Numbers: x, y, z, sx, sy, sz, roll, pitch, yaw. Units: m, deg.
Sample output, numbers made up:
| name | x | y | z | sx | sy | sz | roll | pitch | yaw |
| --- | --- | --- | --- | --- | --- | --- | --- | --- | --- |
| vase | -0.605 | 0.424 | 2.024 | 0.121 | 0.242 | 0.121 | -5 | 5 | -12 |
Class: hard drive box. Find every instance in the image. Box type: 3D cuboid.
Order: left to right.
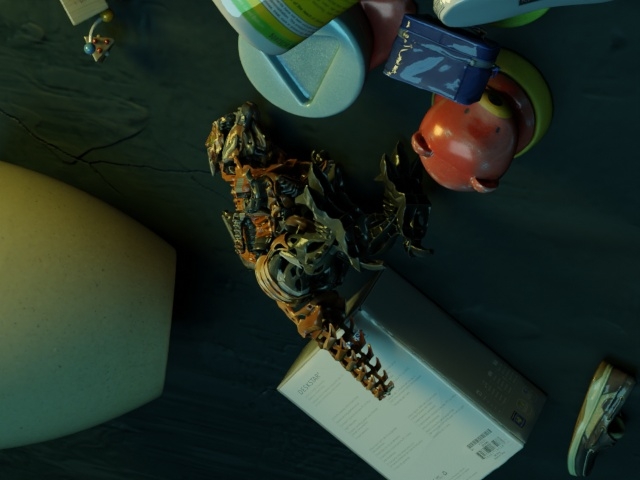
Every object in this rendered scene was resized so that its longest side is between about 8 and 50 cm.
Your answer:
| name | x | y | z | sx | sy | sz | roll | pitch | yaw |
| --- | --- | --- | --- | --- | --- | --- | --- | --- | --- |
| hard drive box | 0.099 | 0.167 | 1.859 | 0.232 | 0.089 | 0.181 | 40 | 132 | -5 |

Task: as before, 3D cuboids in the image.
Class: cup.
| name | x | y | z | sx | sy | sz | roll | pitch | yaw |
| --- | --- | --- | --- | --- | --- | --- | --- | --- | --- |
| cup | -0.285 | 0.080 | 1.884 | 0.237 | 0.331 | 0.331 | 5 | 131 | -7 |

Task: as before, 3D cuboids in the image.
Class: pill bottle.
| name | x | y | z | sx | sy | sz | roll | pitch | yaw |
| --- | --- | --- | --- | --- | --- | --- | --- | --- | --- |
| pill bottle | 0.020 | -0.281 | 1.473 | 0.246 | 0.136 | 0.136 | -33 | 106 | 20 |

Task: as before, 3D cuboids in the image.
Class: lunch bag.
| name | x | y | z | sx | sy | sz | roll | pitch | yaw |
| --- | --- | --- | --- | --- | --- | --- | --- | --- | --- |
| lunch bag | 0.113 | -0.164 | 1.498 | 0.098 | 0.067 | 0.065 | 22 | 106 | 13 |

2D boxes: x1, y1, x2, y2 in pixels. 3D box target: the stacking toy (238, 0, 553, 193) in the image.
| name | x | y | z | sx | sy | sz | roll | pitch | yaw |
| --- | --- | --- | --- | --- | --- | --- | --- | --- | --- |
| stacking toy | 0.075 | -0.198 | 1.570 | 0.309 | 0.130 | 0.279 | 24 | 132 | 10 |

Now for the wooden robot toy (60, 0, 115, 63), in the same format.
| name | x | y | z | sx | sy | sz | roll | pitch | yaw |
| --- | --- | --- | --- | --- | --- | --- | --- | --- | --- |
| wooden robot toy | -0.235 | -0.269 | 1.743 | 0.079 | 0.076 | 0.173 | -26 | 114 | 1 |

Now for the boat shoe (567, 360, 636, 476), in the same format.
| name | x | y | z | sx | sy | sz | roll | pitch | yaw |
| --- | --- | --- | --- | --- | --- | --- | --- | --- | --- |
| boat shoe | 0.299 | 0.198 | 1.798 | 0.049 | 0.056 | 0.152 | 22 | 131 | 19 |

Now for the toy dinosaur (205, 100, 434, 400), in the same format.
| name | x | y | z | sx | sy | sz | roll | pitch | yaw |
| --- | --- | --- | --- | --- | --- | --- | --- | --- | --- |
| toy dinosaur | 0.000 | 0.000 | 1.741 | 0.322 | 0.164 | 0.218 | 50 | 134 | -8 |

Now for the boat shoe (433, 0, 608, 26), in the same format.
| name | x | y | z | sx | sy | sz | roll | pitch | yaw |
| --- | --- | --- | --- | --- | --- | --- | --- | --- | --- |
| boat shoe | 0.203 | -0.246 | 1.469 | 0.229 | 0.076 | 0.080 | -14 | 161 | -1 |
